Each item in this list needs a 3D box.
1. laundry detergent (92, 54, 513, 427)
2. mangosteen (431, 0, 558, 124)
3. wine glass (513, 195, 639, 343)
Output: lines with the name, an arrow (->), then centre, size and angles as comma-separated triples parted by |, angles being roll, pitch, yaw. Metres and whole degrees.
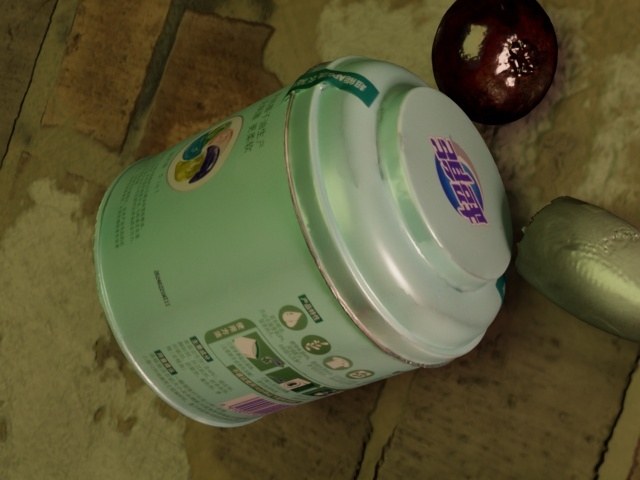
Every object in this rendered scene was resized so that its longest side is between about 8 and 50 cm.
laundry detergent -> 0.000, 0.000, 0.967 | 0.305, 0.287, 0.287 | -23, 66, 32
mangosteen -> 0.157, -0.175, 1.002 | 0.140, 0.140, 0.140 | -10, 73, 36
wine glass -> 0.336, -0.005, 0.825 | 0.309, 0.096, 0.264 | 38, 105, 39
